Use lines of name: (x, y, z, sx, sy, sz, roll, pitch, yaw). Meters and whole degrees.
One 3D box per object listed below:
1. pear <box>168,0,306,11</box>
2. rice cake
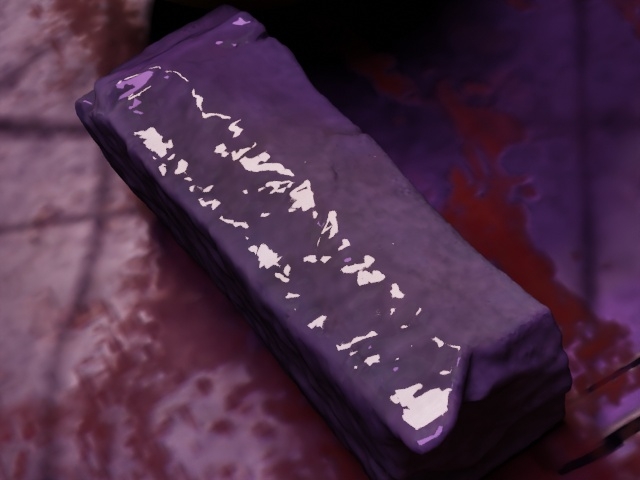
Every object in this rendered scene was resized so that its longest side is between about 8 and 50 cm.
pear: (-0.033, -0.168, 0.658, 0.198, 0.198, 0.198, -10, 50, 13)
rice cake: (0.000, 0.000, 0.586, 0.069, 0.063, 0.206, -33, 50, -15)
